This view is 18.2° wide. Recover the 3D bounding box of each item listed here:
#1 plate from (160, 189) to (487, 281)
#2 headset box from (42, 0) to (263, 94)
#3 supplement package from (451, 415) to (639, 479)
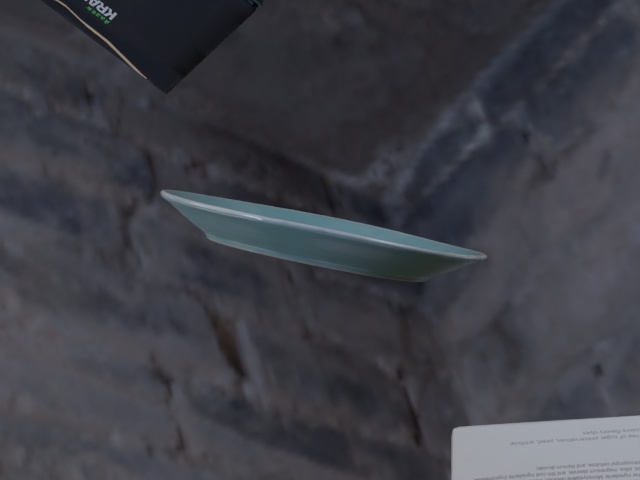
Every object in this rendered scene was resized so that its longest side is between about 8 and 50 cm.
[{"bbox_3d":[0.000,0.000,1.125,0.188,0.188,0.024,10,93,-27],"label":"plate"},{"bbox_3d":[-0.128,-0.278,1.374,0.246,0.283,0.131,38,139,-15],"label":"headset box"},{"bbox_3d":[0.170,0.247,0.971,0.198,0.262,0.199,-5,135,8],"label":"supplement package"}]
